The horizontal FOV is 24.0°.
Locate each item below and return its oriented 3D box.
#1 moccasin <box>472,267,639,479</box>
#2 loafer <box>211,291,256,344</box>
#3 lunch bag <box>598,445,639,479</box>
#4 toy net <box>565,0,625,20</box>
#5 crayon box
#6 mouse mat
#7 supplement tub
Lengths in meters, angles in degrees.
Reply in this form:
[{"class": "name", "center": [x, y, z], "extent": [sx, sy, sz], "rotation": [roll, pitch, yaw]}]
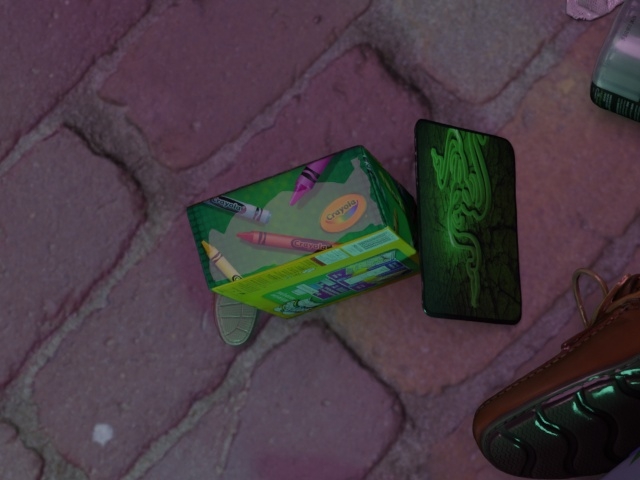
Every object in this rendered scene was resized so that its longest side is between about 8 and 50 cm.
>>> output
[{"class": "moccasin", "center": [0.307, 0.091, 1.389], "extent": [0.380, 0.139, 0.147], "rotation": [-35, 35, 3]}, {"class": "loafer", "center": [-0.092, 0.046, 1.548], "extent": [0.045, 0.039, 0.125], "rotation": [-1, 83, -20]}, {"class": "lunch bag", "center": [0.360, 0.283, 1.327], "extent": [0.303, 0.115, 0.243], "rotation": [-35, 105, 8]}, {"class": "toy net", "center": [0.300, -0.333, 1.505], "extent": [0.122, 0.045, 0.232], "rotation": [33, 90, 16]}, {"class": "crayon box", "center": [0.000, 0.000, 1.403], "extent": [0.165, 0.278, 0.081], "rotation": [-19, 78, 9]}, {"class": "mouse mat", "center": [0.143, -0.016, 1.448], "extent": [0.007, 0.152, 0.190], "rotation": [-12, 76, 43]}, {"class": "supplement tub", "center": [0.361, -0.150, 1.425], "extent": [0.190, 0.117, 0.117], "rotation": [23, 87, 15]}]
